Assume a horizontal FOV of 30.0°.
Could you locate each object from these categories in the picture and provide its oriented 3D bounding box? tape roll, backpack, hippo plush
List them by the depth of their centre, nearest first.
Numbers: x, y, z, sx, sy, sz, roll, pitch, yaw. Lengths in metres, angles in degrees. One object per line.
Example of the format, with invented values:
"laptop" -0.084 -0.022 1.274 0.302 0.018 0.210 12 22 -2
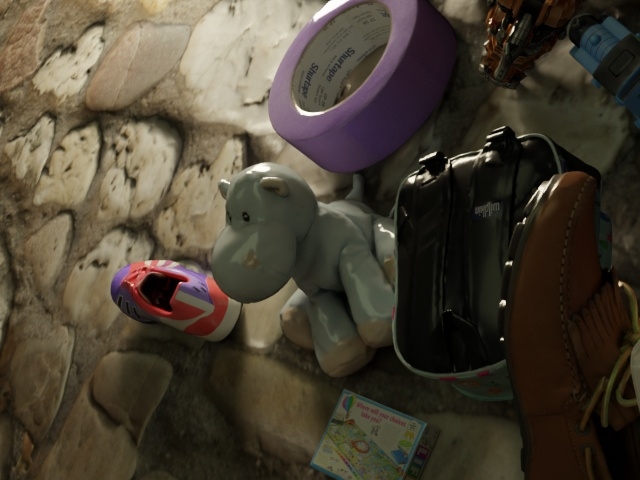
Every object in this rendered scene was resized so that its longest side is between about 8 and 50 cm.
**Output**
"backpack" 0.189 0.042 1.255 0.225 0.191 0.253 -16 54 39
"hippo plush" 0.000 0.000 1.463 0.234 0.237 0.294 2 67 50
"tape roll" 0.055 -0.233 1.668 0.275 0.090 0.274 -29 43 31

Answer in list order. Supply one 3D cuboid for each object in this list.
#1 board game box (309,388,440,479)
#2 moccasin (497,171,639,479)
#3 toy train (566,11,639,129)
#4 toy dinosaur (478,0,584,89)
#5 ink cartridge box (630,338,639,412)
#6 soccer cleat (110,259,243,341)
"board game box" 0.061 0.244 1.402 0.154 0.026 0.103 15 78 52
"moccasin" 0.241 0.123 1.050 0.147 0.139 0.380 3 109 29
"toy train" 0.337 -0.193 1.317 0.080 0.105 0.184 -47 39 15
"toy dinosaur" 0.271 -0.303 1.386 0.322 0.164 0.218 -31 28 60
"ink cartridge box" 0.411 0.102 0.905 0.283 0.117 0.207 2 26 39
"soccer cleat" -0.245 0.073 1.795 0.318 0.116 0.108 14 76 52
